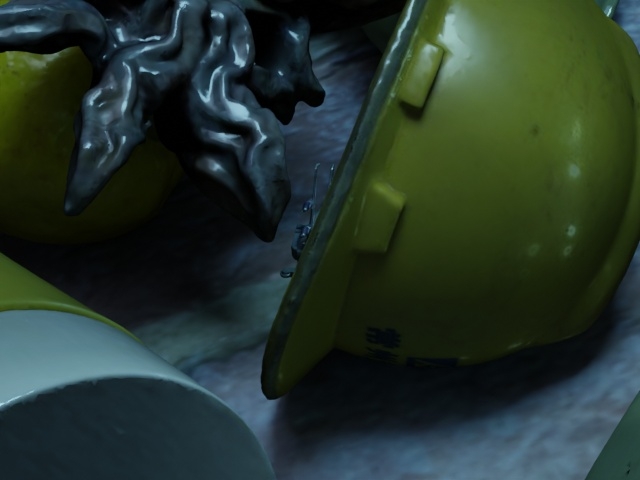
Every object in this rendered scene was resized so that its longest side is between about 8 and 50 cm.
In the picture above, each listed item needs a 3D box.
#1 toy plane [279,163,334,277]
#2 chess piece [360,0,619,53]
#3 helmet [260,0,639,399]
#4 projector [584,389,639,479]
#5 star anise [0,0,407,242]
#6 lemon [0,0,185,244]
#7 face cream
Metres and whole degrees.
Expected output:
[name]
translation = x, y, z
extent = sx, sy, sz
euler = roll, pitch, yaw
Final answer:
[toy plane]
translation = -0.002, -0.001, 0.808
extent = 0.024, 0.078, 0.084
euler = 12, 44, 18
[chess piece]
translation = 0.019, -0.210, 0.997
extent = 0.182, 0.182, 0.330
euler = -39, 38, -26
[helmet]
translation = 0.083, -0.023, 0.742
extent = 0.140, 0.205, 0.257
euler = 20, 76, 6
[projector]
translation = 0.220, 0.051, 0.601
extent = 0.269, 0.088, 0.193
euler = -47, 11, -32
[star anise]
translation = -0.068, -0.128, 0.788
extent = 0.129, 0.212, 0.283
euler = -29, 26, 56
[lemon]
translation = -0.160, -0.087, 0.903
extent = 0.170, 0.170, 0.207
euler = -39, 44, -26
[face cream]
translation = -0.152, 0.115, 0.608
extent = 0.218, 0.218, 0.179
euler = -38, 42, -25
